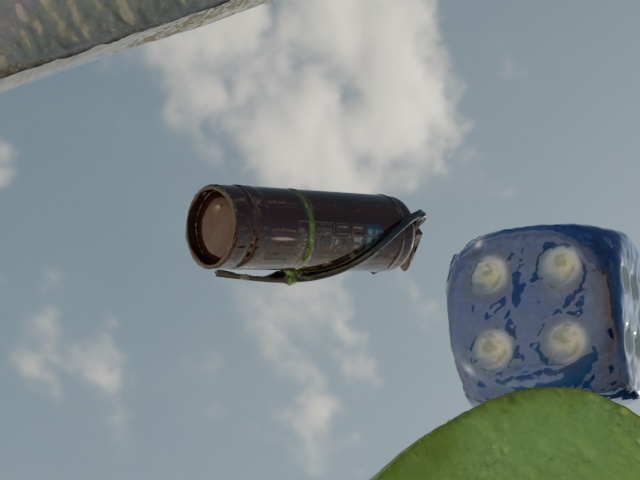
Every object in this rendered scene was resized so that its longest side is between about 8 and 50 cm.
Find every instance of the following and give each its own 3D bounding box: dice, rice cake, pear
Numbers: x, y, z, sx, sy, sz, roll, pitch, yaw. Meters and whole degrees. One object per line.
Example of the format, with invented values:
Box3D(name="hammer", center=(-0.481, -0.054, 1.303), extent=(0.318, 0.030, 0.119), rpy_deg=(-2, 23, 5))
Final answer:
Box3D(name="dice", center=(0.190, 0.070, 1.322), extent=(0.146, 0.143, 0.147), rpy_deg=(-7, -103, 22))
Box3D(name="rice cake", center=(-0.157, -0.117, 0.891), extent=(0.072, 0.365, 0.056), rpy_deg=(-22, -88, 64))
Box3D(name="pear", center=(0.140, 0.220, 0.997), extent=(0.292, 0.292, 0.159), rpy_deg=(40, -37, 7))

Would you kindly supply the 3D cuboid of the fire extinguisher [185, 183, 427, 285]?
Box3D(name="fire extinguisher", center=(0.000, 0.000, 1.879), extent=(0.141, 0.341, 0.105), rpy_deg=(-45, -124, 37))
